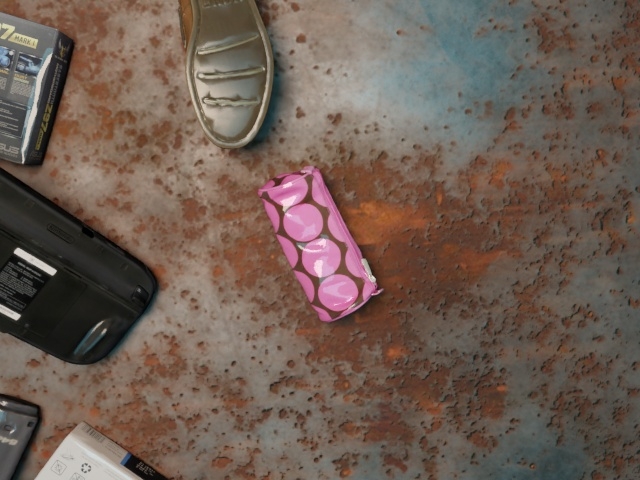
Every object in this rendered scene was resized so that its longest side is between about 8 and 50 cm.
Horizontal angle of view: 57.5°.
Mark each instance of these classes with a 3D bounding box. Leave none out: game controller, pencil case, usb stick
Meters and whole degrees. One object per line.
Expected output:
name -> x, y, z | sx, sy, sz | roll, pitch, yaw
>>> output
game controller -> -0.365, 0.034, 0.724 | 0.166, 0.067, 0.319 | -49, 123, 0
pencil case -> 0.000, 0.000, 0.794 | 0.098, 0.095, 0.209 | -24, 98, 34
usb stick -> -0.468, 0.347, 0.778 | 0.077, 0.045, 0.277 | 25, 77, -18

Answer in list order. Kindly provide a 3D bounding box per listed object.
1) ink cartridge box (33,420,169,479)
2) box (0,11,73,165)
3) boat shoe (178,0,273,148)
ink cartridge box -> -0.370, 0.436, 0.812 | 0.165, 0.065, 0.332 | 37, 90, -4
box -> -0.469, -0.218, 0.768 | 0.233, 0.059, 0.183 | 15, 95, -4
boat shoe -> -0.127, -0.269, 0.766 | 0.111, 0.104, 0.307 | -5, 92, -12
